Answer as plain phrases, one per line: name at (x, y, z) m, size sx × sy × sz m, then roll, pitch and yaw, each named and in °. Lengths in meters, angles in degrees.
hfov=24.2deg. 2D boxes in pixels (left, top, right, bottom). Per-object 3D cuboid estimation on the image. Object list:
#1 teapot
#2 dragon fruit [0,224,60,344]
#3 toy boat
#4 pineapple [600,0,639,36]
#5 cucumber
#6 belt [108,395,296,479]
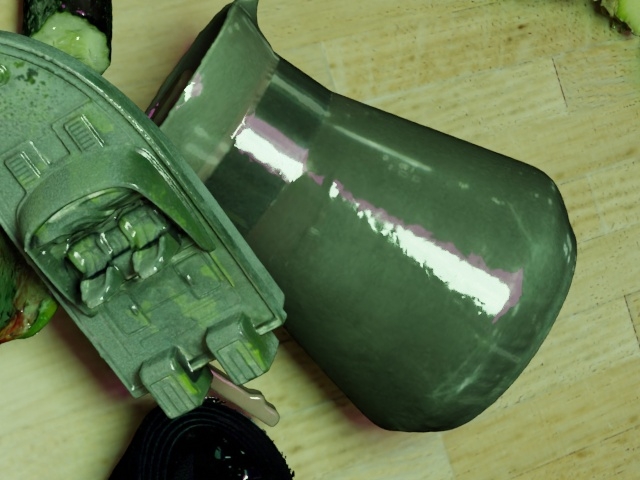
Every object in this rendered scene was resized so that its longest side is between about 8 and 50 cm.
teapot at (0.000, 0.000, 1.218) m, size 0.344 × 0.253 × 0.300 m, roll 34°, pitch 89°, yaw -11°
dragon fruit at (-0.326, -0.007, 1.102) m, size 0.268 × 0.130 × 0.295 m, roll 16°, pitch 74°, yaw -30°
toy boat at (-0.156, -0.020, 1.069) m, size 0.319 × 0.141 × 0.092 m, roll 55°, pitch 23°, yaw -17°
pineapple at (0.258, -0.357, 1.465) m, size 0.344 × 0.286 × 0.209 m, roll -24°, pitch 48°, yaw -22°
cucumber at (-0.207, -0.256, 1.233) m, size 0.074 × 0.074 × 0.241 m, roll 5°, pitch 77°, yaw -27°
belt at (-0.092, 0.217, 1.159) m, size 0.151 × 0.078 × 0.198 m, roll 21°, pitch 36°, yaw -17°
